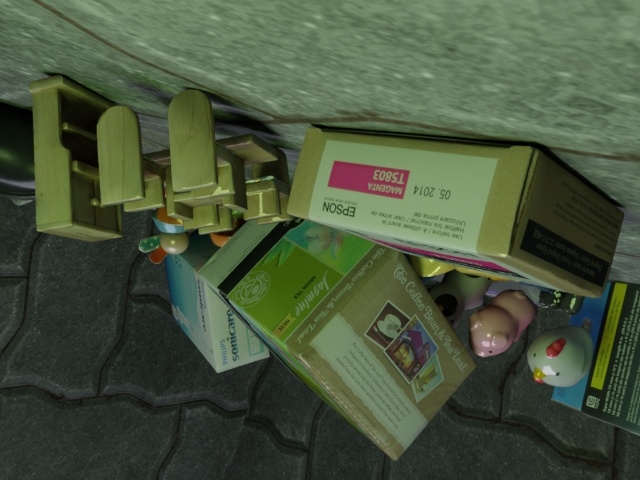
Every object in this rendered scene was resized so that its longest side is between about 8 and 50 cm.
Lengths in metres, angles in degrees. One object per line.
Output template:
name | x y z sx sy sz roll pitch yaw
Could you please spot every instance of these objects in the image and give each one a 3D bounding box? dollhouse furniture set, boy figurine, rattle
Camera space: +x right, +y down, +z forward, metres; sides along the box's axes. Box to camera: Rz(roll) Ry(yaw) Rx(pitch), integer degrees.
dollhouse furniture set | -0.172 -0.099 0.772 0.242 0.161 0.212 -8 170 16
boy figurine | 0.271 0.040 1.109 0.285 0.092 0.177 13 -178 -19
rattle | -0.294 -0.031 1.579 0.130 0.199 0.143 18 172 8

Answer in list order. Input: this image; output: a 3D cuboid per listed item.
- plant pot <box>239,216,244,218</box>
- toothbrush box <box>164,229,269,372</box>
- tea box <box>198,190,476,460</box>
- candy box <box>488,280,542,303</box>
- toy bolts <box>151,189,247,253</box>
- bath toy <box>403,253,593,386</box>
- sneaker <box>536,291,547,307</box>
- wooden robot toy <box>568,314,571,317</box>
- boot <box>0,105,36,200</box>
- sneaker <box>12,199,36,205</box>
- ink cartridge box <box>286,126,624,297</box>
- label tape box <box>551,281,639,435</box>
plant pot | -0.118 0.006 1.708 0.188 0.205 0.205 1 -179 -16
toothbrush box | -0.232 0.117 1.573 0.126 0.216 0.295 -14 -157 -24
tea box | 0.028 0.131 1.205 0.323 0.220 0.329 28 161 50
candy box | 0.387 0.086 1.554 0.165 0.070 0.196 15 177 15
toy bolts | -0.250 -0.023 1.401 0.228 0.158 0.218 16 -155 33
bath toy | 0.286 0.126 1.224 0.348 0.151 0.129 36 -174 29
sneaker | 0.476 0.114 1.687 0.075 0.063 0.170 10 -176 -23
wooden robot toy | 0.574 0.147 1.654 0.076 0.079 0.173 16 177 -11
boot | -0.583 -0.187 1.000 0.367 0.146 0.445 13 173 8
sneaker | -0.465 -0.121 1.365 0.180 0.124 0.321 -3 -167 -42
ink cartridge box | 0.119 -0.026 0.653 0.235 0.088 0.193 14 178 43
label tape box | 0.564 0.204 1.204 0.106 0.240 0.334 15 179 -25
